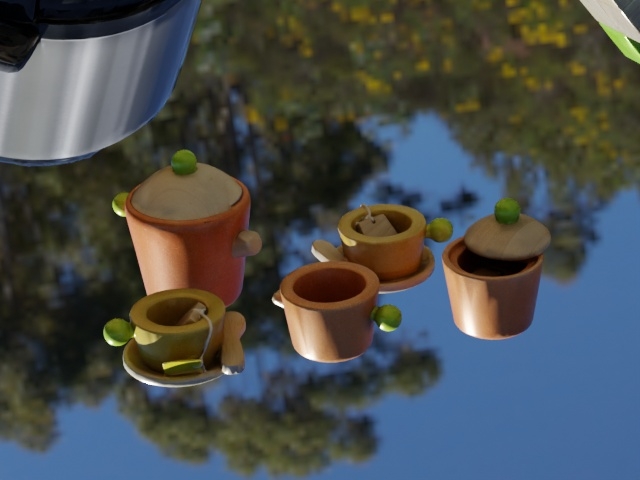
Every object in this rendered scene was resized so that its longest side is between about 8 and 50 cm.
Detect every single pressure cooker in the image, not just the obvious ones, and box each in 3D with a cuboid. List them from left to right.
[{"bbox_3d":[-0.283,-0.323,1.935,0.376,0.369,0.420,-21,160,-24],"label":"pressure cooker"}]

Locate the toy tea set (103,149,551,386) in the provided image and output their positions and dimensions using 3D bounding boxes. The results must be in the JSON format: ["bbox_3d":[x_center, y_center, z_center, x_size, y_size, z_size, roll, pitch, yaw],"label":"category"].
[{"bbox_3d":[0.000,0.000,1.401,0.336,0.124,0.200,-7,-153,-7],"label":"toy tea set"}]

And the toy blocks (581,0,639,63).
[{"bbox_3d":[0.267,-0.359,1.566,0.261,0.381,0.191,-46,-150,0],"label":"toy blocks"}]
